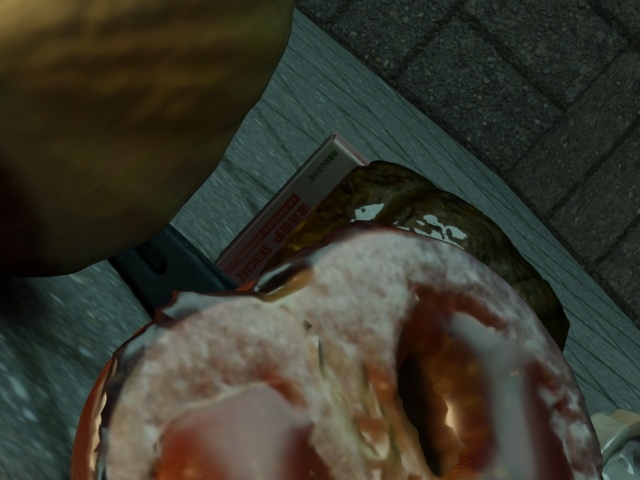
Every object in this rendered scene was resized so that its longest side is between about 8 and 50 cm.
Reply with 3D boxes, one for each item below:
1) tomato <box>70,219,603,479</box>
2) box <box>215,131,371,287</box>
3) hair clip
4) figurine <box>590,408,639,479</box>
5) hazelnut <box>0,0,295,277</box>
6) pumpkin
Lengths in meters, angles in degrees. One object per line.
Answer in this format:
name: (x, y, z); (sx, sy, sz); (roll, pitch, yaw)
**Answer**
tomato: (0.000, 0.109, 0.660); (0.228, 0.112, 0.199); (-19, 77, -37)
box: (0.000, 0.000, 1.163); (0.089, 0.125, 0.043); (41, 11, -5)
hair clip: (-0.123, -0.010, 0.993); (0.275, 0.048, 0.083); (42, 11, 24)
figurine: (0.147, 0.179, 0.899); (0.141, 0.162, 0.237); (19, -20, 34)
hazelnut: (-0.135, -0.108, 0.767); (0.261, 0.261, 0.241); (43, 25, 4)
pumpkin: (0.052, 0.058, 0.901); (0.131, 0.126, 0.248); (32, -22, 13)
